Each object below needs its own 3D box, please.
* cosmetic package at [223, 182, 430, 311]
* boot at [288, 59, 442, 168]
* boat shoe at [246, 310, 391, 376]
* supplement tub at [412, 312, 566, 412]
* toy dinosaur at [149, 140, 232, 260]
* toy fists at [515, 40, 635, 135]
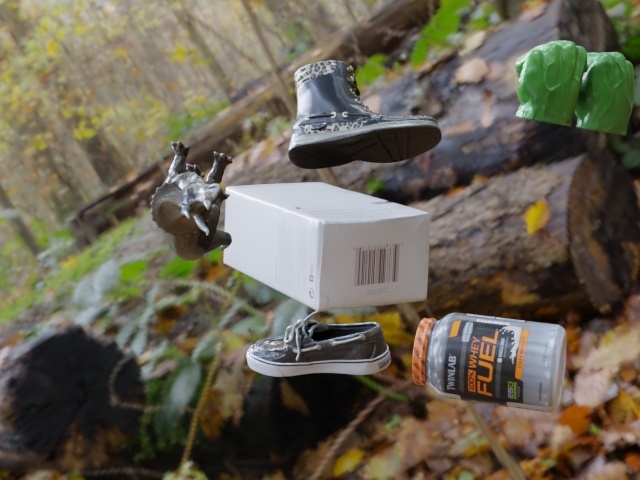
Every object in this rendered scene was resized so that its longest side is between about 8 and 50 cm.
[{"bbox_3d":[0.000,0.000,1.872,0.217,0.156,0.385,-5,14,-29],"label":"cosmetic package"},{"bbox_3d":[0.065,-0.208,1.684,0.236,0.085,0.178,-7,55,8],"label":"boot"},{"bbox_3d":[-0.015,0.199,2.096,0.306,0.105,0.113,-1,25,33],"label":"boat shoe"},{"bbox_3d":[0.224,0.159,1.427,0.190,0.117,0.117,5,20,18],"label":"supplement tub"},{"bbox_3d":[-0.196,-0.041,1.610,0.313,0.121,0.160,105,-174,-65],"label":"toy dinosaur"},{"bbox_3d":[0.448,-0.271,1.888,0.279,0.142,0.096,5,11,-35],"label":"toy fists"}]
